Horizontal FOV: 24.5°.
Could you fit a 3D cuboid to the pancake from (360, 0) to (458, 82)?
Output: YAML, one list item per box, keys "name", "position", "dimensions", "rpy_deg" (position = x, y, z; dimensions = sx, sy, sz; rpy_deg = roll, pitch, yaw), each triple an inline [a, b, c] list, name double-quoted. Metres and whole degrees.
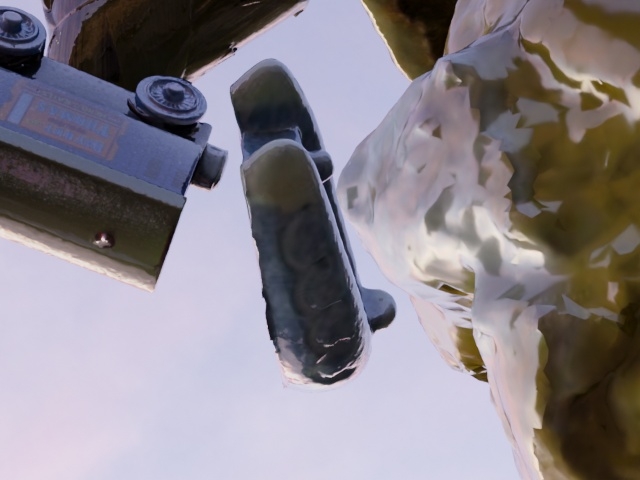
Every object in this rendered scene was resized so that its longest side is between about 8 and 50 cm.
- name: "pancake"
  position: [0.215, -0.158, 0.838]
  dimensions: [0.427, 0.067, 0.305]
  rpy_deg: [-14, -68, -15]

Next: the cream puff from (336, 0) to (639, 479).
- name: "cream puff"
  position: [0.199, 0.012, 0.577]
  dimensions: [0.378, 0.378, 0.275]
  rpy_deg: [-10, -58, -30]

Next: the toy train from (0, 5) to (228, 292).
- name: "toy train"
  position: [-0.237, -0.090, 1.331]
  dimensions: [0.300, 0.202, 0.131]
  rpy_deg: [21, -51, -4]

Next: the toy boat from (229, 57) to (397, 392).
- name: "toy boat"
  position: [0.000, 0.000, 1.332]
  dimensions: [0.123, 0.215, 0.330]
  rpy_deg: [-11, -52, -2]

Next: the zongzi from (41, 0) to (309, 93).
- name: "zongzi"
  position: [-0.148, -0.177, 1.482]
  dimensions: [0.274, 0.300, 0.145]
  rpy_deg: [-8, -32, 16]
